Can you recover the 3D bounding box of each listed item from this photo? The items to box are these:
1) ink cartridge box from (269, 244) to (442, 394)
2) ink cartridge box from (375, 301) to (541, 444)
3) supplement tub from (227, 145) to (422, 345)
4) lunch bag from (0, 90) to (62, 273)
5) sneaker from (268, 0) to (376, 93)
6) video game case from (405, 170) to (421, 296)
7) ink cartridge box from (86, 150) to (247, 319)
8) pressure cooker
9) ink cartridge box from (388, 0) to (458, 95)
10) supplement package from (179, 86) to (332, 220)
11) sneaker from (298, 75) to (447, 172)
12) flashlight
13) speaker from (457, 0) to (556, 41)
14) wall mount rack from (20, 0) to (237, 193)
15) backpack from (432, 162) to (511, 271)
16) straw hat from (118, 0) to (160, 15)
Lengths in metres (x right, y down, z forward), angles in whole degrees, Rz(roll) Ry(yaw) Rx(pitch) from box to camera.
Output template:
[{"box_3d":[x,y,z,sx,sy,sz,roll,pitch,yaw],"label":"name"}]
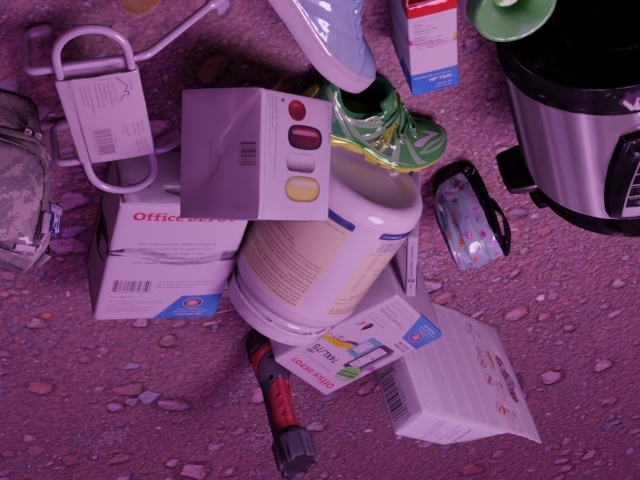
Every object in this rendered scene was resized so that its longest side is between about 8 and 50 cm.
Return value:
[{"box_3d":[0.052,0.127,2.307,0.270,0.197,0.198,-29,141,17],"label":"ink cartridge box"},{"box_3d":[0.263,0.275,2.487,0.385,0.308,0.091,21,129,-41],"label":"ink cartridge box"},{"box_3d":[0.000,0.000,2.069,0.235,0.235,0.325,12,127,-33],"label":"supplement tub"},{"box_3d":[-0.546,-0.087,1.760,0.305,0.256,0.212,15,133,-36],"label":"lunch bag"},{"box_3d":[0.022,-0.351,1.745,0.150,0.135,0.366,-25,143,16],"label":"sneaker"},{"box_3d":[0.166,-0.025,2.169,0.022,0.190,0.173,2,142,4],"label":"video game case"},{"box_3d":[-0.265,-0.006,2.074,0.223,0.129,0.307,1,140,-21],"label":"ink cartridge box"},{"box_3d":[0.485,-0.216,1.887,0.375,0.369,0.420,-55,146,-24],"label":"pressure cooker"},{"box_3d":[0.150,-0.347,1.797,0.078,0.134,0.231,-13,143,-3],"label":"ink cartridge box"},{"box_3d":[-0.096,-0.127,1.845,0.149,0.194,0.203,3,-178,30],"label":"supplement package"},{"box_3d":[0.103,-0.196,1.991,0.295,0.109,0.123,13,137,-33],"label":"sneaker"},{"box_3d":[-0.072,0.312,2.407,0.103,0.304,0.103,-21,142,3],"label":"flashlight"},{"box_3d":[0.213,-0.403,1.614,0.131,0.297,0.131,-10,143,-8],"label":"speaker"},{"box_3d":[-0.271,-0.231,1.800,0.304,0.130,0.350,-9,143,-5],"label":"wall mount rack"},{"box_3d":[0.272,-0.033,2.202,0.115,0.182,0.152,-28,142,15],"label":"backpack"},{"box_3d":[-0.267,-0.382,1.648,0.061,0.144,0.144,13,151,25],"label":"straw hat"}]
